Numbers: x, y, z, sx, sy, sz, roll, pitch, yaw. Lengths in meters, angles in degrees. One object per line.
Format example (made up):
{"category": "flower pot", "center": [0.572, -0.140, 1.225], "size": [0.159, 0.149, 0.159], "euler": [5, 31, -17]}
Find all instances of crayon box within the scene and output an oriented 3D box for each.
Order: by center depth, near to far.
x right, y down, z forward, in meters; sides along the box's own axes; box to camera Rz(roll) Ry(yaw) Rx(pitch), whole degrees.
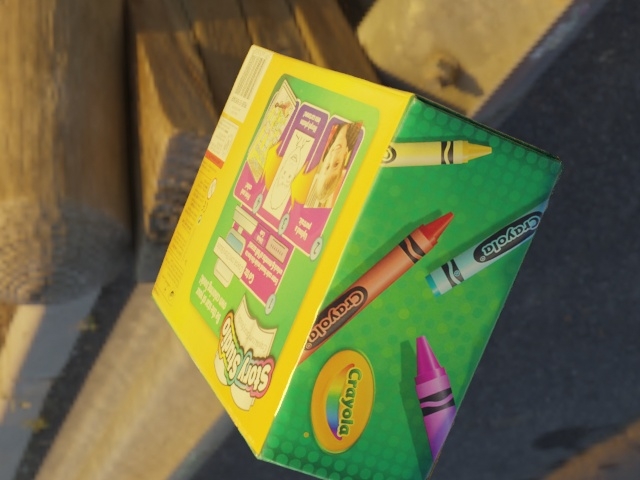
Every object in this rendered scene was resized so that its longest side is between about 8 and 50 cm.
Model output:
{"category": "crayon box", "center": [0.000, 0.000, 0.680], "size": [0.081, 0.165, 0.278], "euler": [21, -174, -20]}
